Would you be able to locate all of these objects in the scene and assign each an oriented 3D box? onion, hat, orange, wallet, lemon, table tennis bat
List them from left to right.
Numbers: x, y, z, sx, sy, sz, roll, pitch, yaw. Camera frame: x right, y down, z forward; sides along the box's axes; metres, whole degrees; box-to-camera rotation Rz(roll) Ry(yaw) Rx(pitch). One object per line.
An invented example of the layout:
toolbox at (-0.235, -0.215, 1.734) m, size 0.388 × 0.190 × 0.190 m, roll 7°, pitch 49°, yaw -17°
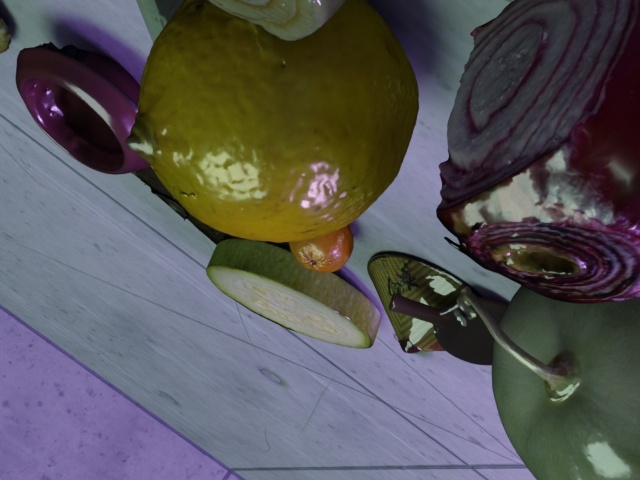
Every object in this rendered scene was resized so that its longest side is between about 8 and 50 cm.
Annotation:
hat at (-0.268, -0.165, 1.461) m, size 0.205 × 0.089 × 0.205 m, roll 28°, pitch 153°, yaw 15°
wallet at (-0.175, -0.057, 1.642) m, size 0.232 × 0.031 × 0.122 m, roll 41°, pitch 155°, yaw -22°
lemon at (-0.033, -0.113, 1.035) m, size 0.228 × 0.228 × 0.253 m, roll 25°, pitch -162°, yaw 20°
orange at (0.000, 0.000, 1.459) m, size 0.083 × 0.070 × 0.083 m, roll 25°, pitch 154°, yaw 13°
hat at (0.122, 0.102, 1.493) m, size 0.193 × 0.082 × 0.193 m, roll 30°, pitch 158°, yaw 13°
table tennis bat at (0.154, 0.130, 1.391) m, size 0.170 × 0.119 × 0.107 m, roll 19°, pitch 132°, yaw -4°
onion at (0.214, -0.066, 0.829) m, size 0.207 × 0.216 × 0.206 m, roll 33°, pitch 146°, yaw -29°

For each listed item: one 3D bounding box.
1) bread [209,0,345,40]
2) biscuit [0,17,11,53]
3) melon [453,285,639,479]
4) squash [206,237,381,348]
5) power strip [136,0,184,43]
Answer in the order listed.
bread at (-0.027, -0.233, 0.883) m, size 0.148 × 0.141 × 0.134 m, roll 21°, pitch 155°, yaw 31°
biscuit at (-0.475, -0.308, 1.524) m, size 0.220 × 0.033 × 0.220 m, roll 30°, pitch 159°, yaw 13°
melon at (0.281, 0.110, 1.008) m, size 0.272 × 0.308 × 0.271 m, roll 20°, pitch 122°, yaw 37°
squash at (-0.038, 0.076, 1.682) m, size 0.252 × 0.048 × 0.252 m, roll 22°, pitch 164°, yaw 7°
power strip at (-0.127, -0.206, 1.175) m, size 0.029 × 0.080 × 0.227 m, roll 28°, pitch 159°, yaw 21°
